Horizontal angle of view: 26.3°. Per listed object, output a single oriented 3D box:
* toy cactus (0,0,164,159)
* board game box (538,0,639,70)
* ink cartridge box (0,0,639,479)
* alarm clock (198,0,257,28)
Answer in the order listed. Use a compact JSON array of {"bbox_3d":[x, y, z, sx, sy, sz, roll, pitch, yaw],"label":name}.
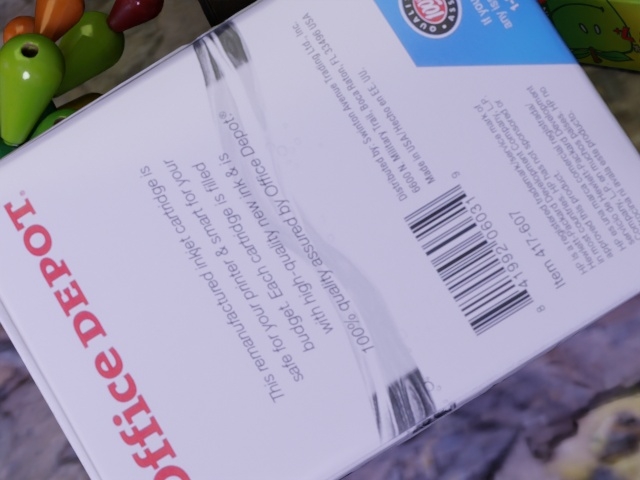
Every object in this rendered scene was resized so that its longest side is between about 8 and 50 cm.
[{"bbox_3d":[-0.150,-0.018,0.620,0.180,0.112,0.219,-20,46,38],"label":"toy cactus"},{"bbox_3d":[0.172,-0.109,0.547,0.181,0.043,0.092,15,61,36],"label":"board game box"},{"bbox_3d":[0.000,0.000,0.474,0.203,0.086,0.148,-31,81,1],"label":"ink cartridge box"},{"bbox_3d":[-0.055,-0.171,0.615,0.064,0.192,0.129,-28,46,3],"label":"alarm clock"}]
